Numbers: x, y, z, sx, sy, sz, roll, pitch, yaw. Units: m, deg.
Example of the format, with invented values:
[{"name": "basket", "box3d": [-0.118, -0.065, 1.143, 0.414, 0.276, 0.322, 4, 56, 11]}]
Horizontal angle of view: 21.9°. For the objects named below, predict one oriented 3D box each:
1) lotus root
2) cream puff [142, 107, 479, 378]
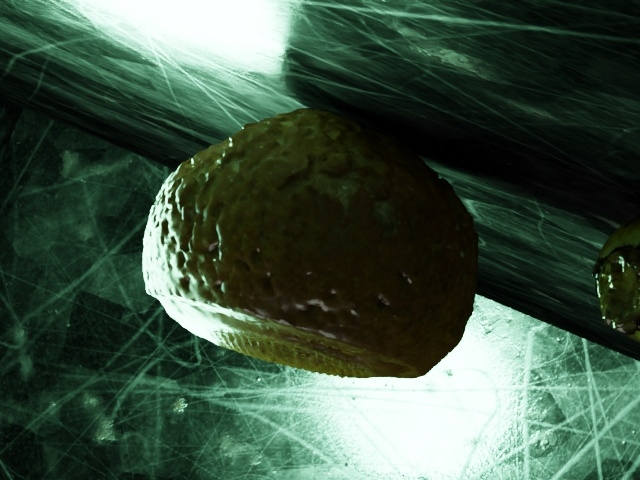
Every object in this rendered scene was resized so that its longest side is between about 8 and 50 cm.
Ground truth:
[{"name": "lotus root", "box3d": [0.268, 0.038, 1.158, 0.190, 0.094, 0.108, 14, -151, -46]}, {"name": "cream puff", "box3d": [0.000, 0.000, 1.391, 0.303, 0.212, 0.303, 18, 170, 3]}]
